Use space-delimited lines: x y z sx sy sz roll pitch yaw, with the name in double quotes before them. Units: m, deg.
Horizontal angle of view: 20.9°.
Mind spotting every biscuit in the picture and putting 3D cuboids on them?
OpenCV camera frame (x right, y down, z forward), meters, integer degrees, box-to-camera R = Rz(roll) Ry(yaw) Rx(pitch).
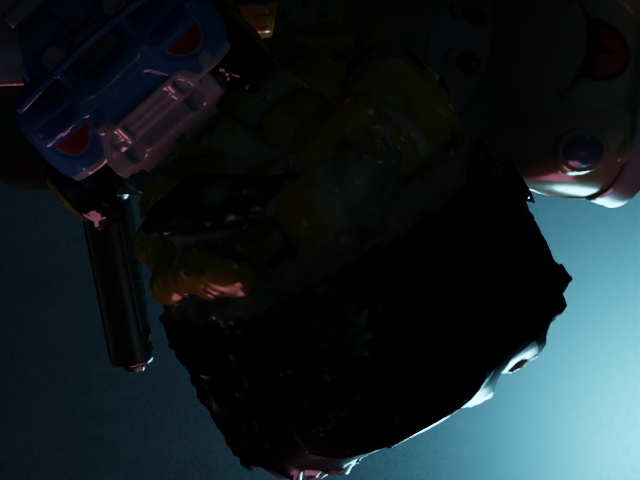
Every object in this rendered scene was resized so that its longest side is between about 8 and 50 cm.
"biscuit" -0.089 -0.256 2.023 0.283 0.043 0.306 -7 -175 0

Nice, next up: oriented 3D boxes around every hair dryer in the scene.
"hair dryer" -0.248 -0.013 1.713 0.244 0.303 0.116 3 -162 33

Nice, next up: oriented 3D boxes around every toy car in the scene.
"toy car" 0.133 -0.165 1.579 0.226 0.242 0.336 18 169 -38
"toy car" -0.163 -0.149 1.361 0.198 0.166 0.314 -40 -159 4

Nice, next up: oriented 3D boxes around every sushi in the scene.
"sushi" 0.000 0.000 1.384 0.328 0.285 0.329 -28 -161 10

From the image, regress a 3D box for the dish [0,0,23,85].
"dish" -0.275 -0.191 1.612 0.260 0.085 0.260 -3 -171 0
